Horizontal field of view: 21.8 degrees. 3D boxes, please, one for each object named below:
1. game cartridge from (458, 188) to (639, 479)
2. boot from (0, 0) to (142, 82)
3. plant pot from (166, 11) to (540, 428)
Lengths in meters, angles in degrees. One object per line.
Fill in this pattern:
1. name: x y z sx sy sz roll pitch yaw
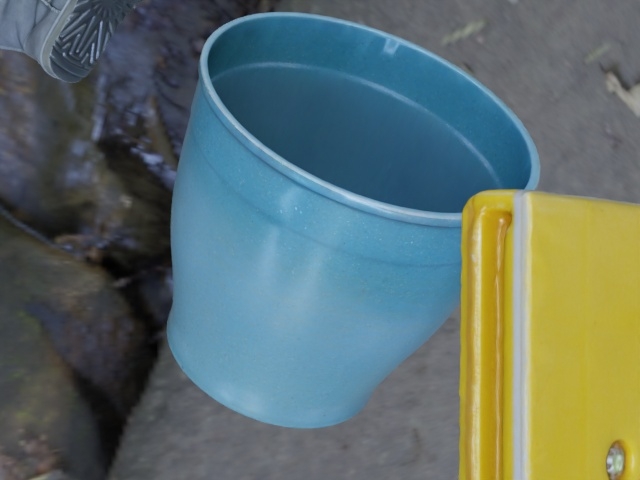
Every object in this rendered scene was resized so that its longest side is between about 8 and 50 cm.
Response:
1. game cartridge: 0.196 0.124 0.956 0.052 0.323 0.285 -3 84 42
2. boot: -0.253 -0.244 1.518 0.208 0.076 0.190 29 79 46
3. plant pot: 0.000 0.000 1.312 0.271 0.271 0.255 32 123 15
